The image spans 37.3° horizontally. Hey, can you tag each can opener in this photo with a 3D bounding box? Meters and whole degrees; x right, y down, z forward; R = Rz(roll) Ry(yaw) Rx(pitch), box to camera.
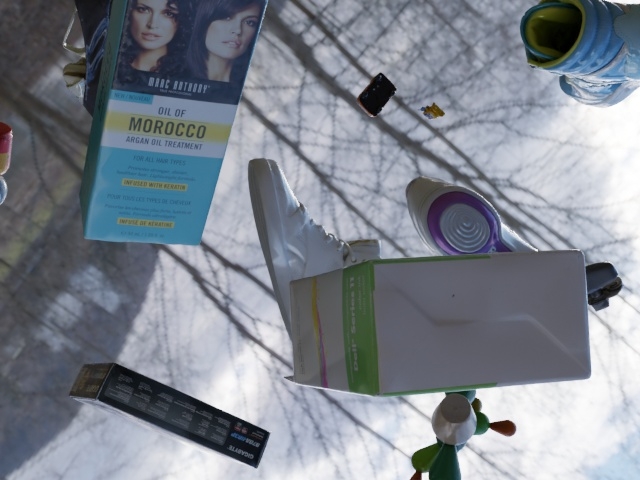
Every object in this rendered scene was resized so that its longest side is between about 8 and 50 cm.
[{"bbox_3d":[0.445,0.118,1.831,0.283,0.095,0.076,-25,-164,27],"label":"can opener"}]

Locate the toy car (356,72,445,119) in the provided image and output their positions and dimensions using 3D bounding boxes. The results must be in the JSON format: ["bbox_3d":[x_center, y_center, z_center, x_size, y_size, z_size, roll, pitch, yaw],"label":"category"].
[{"bbox_3d":[0.098,-0.169,1.237,0.040,0.122,0.060,-14,-127,61],"label":"toy car"}]

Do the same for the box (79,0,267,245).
[{"bbox_3d":[-0.118,-0.108,0.731,0.060,0.100,0.244,-111,-148,-46],"label":"box"}]

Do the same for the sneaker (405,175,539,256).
[{"bbox_3d":[0.227,0.018,1.286,0.114,0.305,0.152,-42,-154,0],"label":"sneaker"}]

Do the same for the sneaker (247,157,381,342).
[{"bbox_3d":[0.000,0.000,1.400,0.169,0.292,0.108,-18,-163,-9],"label":"sneaker"}]

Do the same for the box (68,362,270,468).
[{"bbox_3d":[-0.194,0.218,1.198,0.175,0.220,0.051,-15,-130,64],"label":"box"}]

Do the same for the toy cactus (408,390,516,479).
[{"bbox_3d":[0.158,0.224,1.078,0.180,0.112,0.219,78,35,-63],"label":"toy cactus"}]

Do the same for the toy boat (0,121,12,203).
[{"bbox_3d":[-0.638,-0.177,1.555,0.267,0.318,0.148,-35,151,-58],"label":"toy boat"}]

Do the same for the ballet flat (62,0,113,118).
[{"bbox_3d":[-0.295,-0.234,1.217,0.074,0.074,0.203,-72,175,-54],"label":"ballet flat"}]

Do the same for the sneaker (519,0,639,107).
[{"bbox_3d":[0.351,-0.267,1.310,0.319,0.208,0.127,158,-62,-80],"label":"sneaker"}]

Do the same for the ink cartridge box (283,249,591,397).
[{"bbox_3d":[0.090,0.084,0.956,0.353,0.207,0.119,158,-71,-73],"label":"ink cartridge box"}]
